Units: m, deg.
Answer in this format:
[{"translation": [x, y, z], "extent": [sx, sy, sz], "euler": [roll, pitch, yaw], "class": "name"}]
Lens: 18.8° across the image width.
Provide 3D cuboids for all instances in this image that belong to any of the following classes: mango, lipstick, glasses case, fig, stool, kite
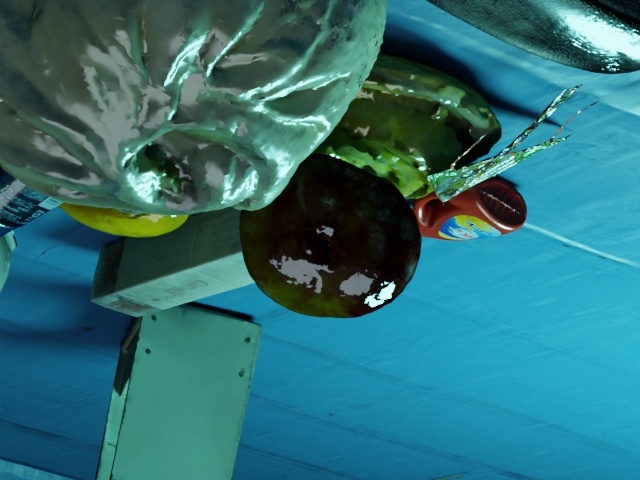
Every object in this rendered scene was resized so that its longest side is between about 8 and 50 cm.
[{"translation": [-0.227, -0.045, 2.176], "extent": [0.190, 0.075, 0.098], "euler": [4, 145, 28], "class": "mango"}, {"translation": [-0.152, 0.021, 2.315], "extent": [0.076, 0.079, 0.371], "euler": [22, 158, -29], "class": "lipstick"}, {"translation": [0.158, -0.206, 1.513], "extent": [0.314, 0.075, 0.122], "euler": [22, 159, -32], "class": "glasses case"}, {"translation": [-0.001, 0.002, 1.855], "extent": [0.170, 0.145, 0.274], "euler": [18, 174, -6], "class": "fig"}, {"translation": [-0.204, 0.244, 2.688], "extent": [0.170, 0.269, 0.243], "euler": [13, 161, -9], "class": "stool"}, {"translation": [0.179, -0.087, 1.797], "extent": [0.198, 0.006, 0.244], "euler": [-17, 165, -35], "class": "kite"}]

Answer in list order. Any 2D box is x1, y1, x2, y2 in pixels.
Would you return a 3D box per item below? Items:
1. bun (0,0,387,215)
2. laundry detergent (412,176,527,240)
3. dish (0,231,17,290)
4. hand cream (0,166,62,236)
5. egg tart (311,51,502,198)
[{"translation": [-0.127, -0.139, 1.567], "extent": [0.360, 0.211, 0.359], "euler": [0, 149, 0], "class": "bun"}, {"translation": [0.138, -0.029, 2.070], "extent": [0.097, 0.049, 0.165], "euler": [31, 154, -31], "class": "laundry detergent"}, {"translation": [-0.415, -0.028, 2.252], "extent": [0.078, 0.224, 0.246], "euler": [-31, 147, -14], "class": "dish"}, {"translation": [-0.275, -0.080, 2.029], "extent": [0.270, 0.061, 0.120], "euler": [-28, 144, 26], "class": "hand cream"}, {"translation": [0.033, -0.102, 1.850], "extent": [0.279, 0.095, 0.279], "euler": [8, 161, 3], "class": "egg tart"}]
